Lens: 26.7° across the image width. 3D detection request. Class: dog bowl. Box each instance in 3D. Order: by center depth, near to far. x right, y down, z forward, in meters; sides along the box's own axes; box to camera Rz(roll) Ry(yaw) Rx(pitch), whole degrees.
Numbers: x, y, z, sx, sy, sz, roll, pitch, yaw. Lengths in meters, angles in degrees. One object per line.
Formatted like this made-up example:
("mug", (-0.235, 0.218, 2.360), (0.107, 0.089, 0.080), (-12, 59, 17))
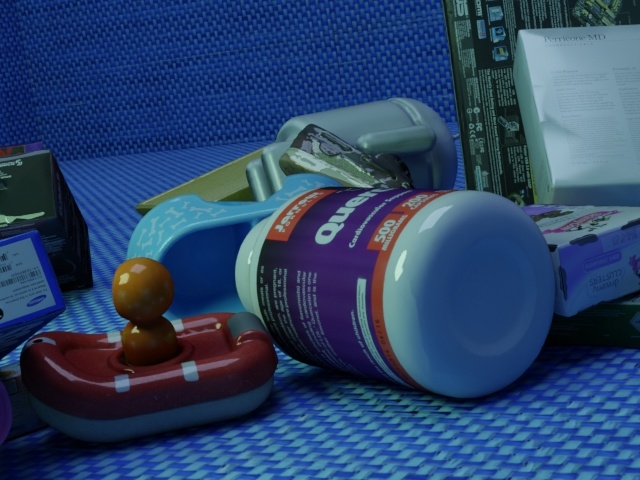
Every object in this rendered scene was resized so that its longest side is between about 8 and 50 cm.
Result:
("dog bowl", (-0.078, 0.021, 1.602), (0.297, 0.166, 0.074), (-11, 22, -13))

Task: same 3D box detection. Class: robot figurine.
("robot figurine", (0.065, -0.111, 2.105), (0.353, 0.200, 0.300), (-14, -6, -25))

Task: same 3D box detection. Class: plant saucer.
("plant saucer", (-0.114, -0.088, 2.324), (0.333, 0.081, 0.333), (-26, 14, -24))

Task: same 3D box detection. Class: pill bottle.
("pill bottle", (0.054, 0.040, 1.273), (0.181, 0.181, 0.323), (-15, 11, -34))

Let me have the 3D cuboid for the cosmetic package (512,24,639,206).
("cosmetic package", (0.456, -0.155, 1.741), (0.377, 0.097, 0.284), (-2, 53, -1))

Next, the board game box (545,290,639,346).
("board game box", (0.301, 0.056, 1.366), (0.317, 0.046, 0.213), (-1, 13, 40))

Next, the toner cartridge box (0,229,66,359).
("toner cartridge box", (-0.358, 0.088, 1.207), (0.165, 0.075, 0.348), (-17, -7, -29))

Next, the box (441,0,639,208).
("box", (0.347, -0.224, 1.925), (0.318, 0.395, 0.097), (-8, 8, 10))

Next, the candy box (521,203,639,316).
("candy box", (0.227, 0.014, 1.324), (0.165, 0.070, 0.196), (-15, 11, -33))

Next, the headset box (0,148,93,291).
("headset box", (-0.454, -0.017, 1.889), (0.218, 0.110, 0.293), (-9, -23, -1))

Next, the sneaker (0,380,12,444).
("sneaker", (-0.374, 0.180, 1.117), (0.252, 0.103, 0.111), (-16, -8, -9))

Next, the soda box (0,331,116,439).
("soda box", (-0.258, 0.141, 1.326), (0.183, 0.058, 0.063), (-16, 11, -39))

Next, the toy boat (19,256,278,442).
("toy boat", (-0.159, 0.088, 1.233), (0.231, 0.151, 0.151), (-10, 18, -11))

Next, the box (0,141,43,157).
("box", (-0.620, -0.067, 2.467), (0.293, 0.201, 0.057), (-4, 10, 29))

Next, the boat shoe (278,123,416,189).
("boat shoe", (0.083, -0.083, 1.902), (0.285, 0.092, 0.103), (24, -14, 12))
